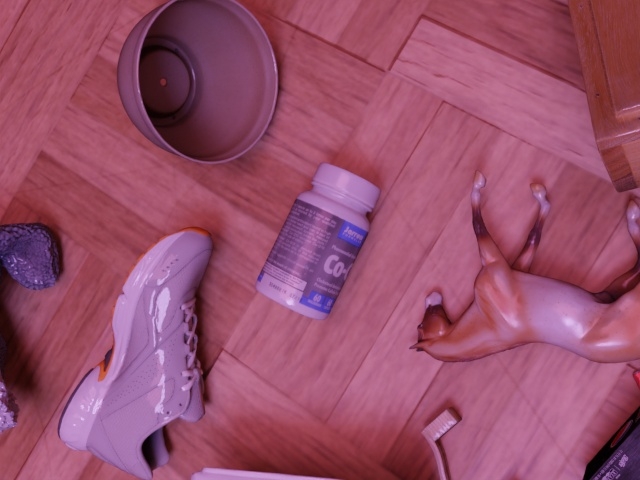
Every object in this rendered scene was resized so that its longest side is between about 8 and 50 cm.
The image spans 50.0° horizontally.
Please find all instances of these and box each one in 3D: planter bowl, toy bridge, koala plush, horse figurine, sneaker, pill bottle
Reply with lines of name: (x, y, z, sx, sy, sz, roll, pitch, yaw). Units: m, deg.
planter bowl: (-0.139, -0.163, 0.699, 0.109, 0.162, 0.162, 13, 86, 46)
toy bridge: (0.153, 0.240, 0.600, 0.063, 0.026, 0.188, -43, 72, 10)
koala plush: (-0.403, 0.101, 0.729, 0.196, 0.203, 0.221, -6, 92, 18)
horse figurine: (0.216, 0.040, 0.589, 0.263, 0.066, 0.174, 10, 84, 20)
sneaker: (-0.152, 0.116, 0.692, 0.121, 0.099, 0.262, 28, 99, 12)
pill bottle: (0.000, 0.000, 0.658, 0.078, 0.078, 0.137, 26, 91, 20)

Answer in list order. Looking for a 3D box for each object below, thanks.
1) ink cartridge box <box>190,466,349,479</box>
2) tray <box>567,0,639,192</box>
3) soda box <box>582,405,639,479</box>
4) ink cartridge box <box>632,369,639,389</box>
ink cartridge box: (-0.012, 0.344, 0.566, 0.207, 0.117, 0.283, -1, 70, 18)
tray: (0.283, -0.250, 0.510, 0.203, 0.076, 0.411, -16, 56, 29)
soda box: (0.277, 0.146, 0.535, 0.053, 0.060, 0.169, 39, 112, 19)
ink cartridge box: (0.414, 0.176, 0.509, 0.239, 0.060, 0.275, -26, 75, 11)
